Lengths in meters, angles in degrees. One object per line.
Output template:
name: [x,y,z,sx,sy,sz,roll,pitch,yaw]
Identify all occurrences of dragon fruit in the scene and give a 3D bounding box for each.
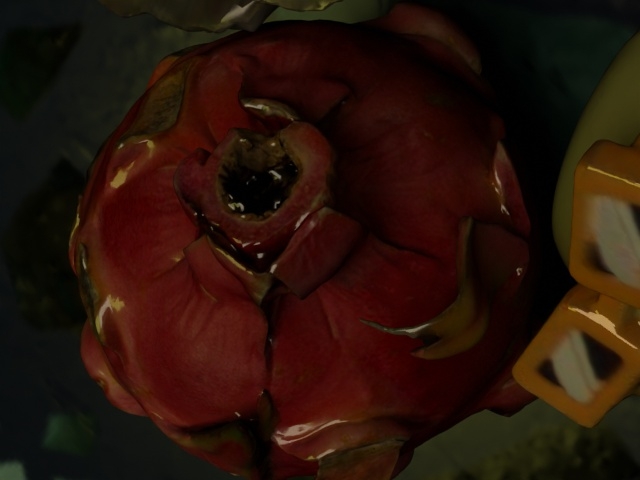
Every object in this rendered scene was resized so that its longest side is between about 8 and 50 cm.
dragon fruit: [0.000,0.000,0.502,0.136,0.166,0.133,38,82,11]

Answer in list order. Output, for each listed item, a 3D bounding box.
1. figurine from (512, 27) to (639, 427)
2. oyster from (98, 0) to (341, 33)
figurine: [0.170,0.027,0.405,0.262,0.180,0.153,21,83,28]
oyster: [0.019,-0.117,0.460,0.341,0.166,0.110,1,136,28]
